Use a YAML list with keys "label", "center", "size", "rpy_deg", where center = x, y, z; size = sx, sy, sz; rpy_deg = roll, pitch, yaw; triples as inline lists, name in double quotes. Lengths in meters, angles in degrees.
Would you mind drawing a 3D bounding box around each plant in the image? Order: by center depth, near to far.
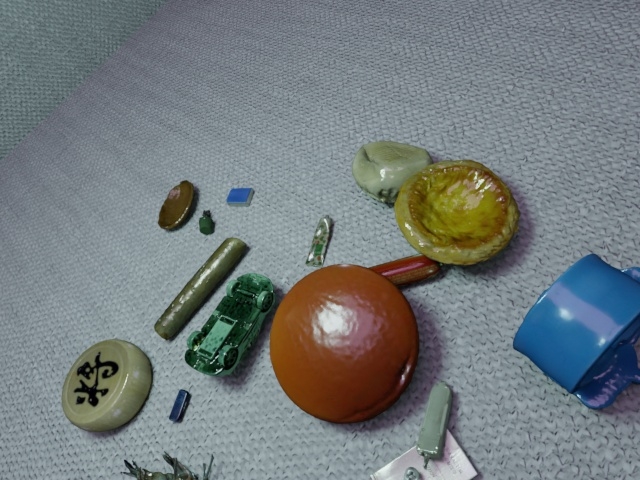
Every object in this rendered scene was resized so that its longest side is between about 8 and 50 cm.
- label: "plant"
  center: [-0.389, -0.071, 1.533]
  size: [0.051, 0.051, 0.102]
  rpy_deg: [-20, 49, 12]

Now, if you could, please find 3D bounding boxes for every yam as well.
- label: "yam"
  center: [-0.366, 0.139, 1.378]
  size: [0.083, 0.083, 0.372]
  rpy_deg: [29, 76, 35]

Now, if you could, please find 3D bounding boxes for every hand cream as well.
- label: "hand cream"
  center: [0.000, 0.000, 1.330]
  size: [0.057, 0.037, 0.165]
  rpy_deg: [6, 69, 27]

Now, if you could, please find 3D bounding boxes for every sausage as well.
- label: "sausage"
  center: [0.195, 0.085, 1.157]
  size: [0.263, 0.083, 0.083]
  rpy_deg: [-17, 55, 13]

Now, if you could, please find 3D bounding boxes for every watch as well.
- label: "watch"
  center: [0.526, 0.142, 0.850]
  size: [0.305, 0.274, 0.241]
  rpy_deg: [-47, 53, -2]

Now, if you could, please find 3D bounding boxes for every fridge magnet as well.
- label: "fridge magnet"
  center: [0.051, 0.235, 1.055]
  size: [0.363, 0.155, 0.364]
  rpy_deg: [-6, 73, 21]

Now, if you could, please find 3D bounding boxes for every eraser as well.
- label: "eraser"
  center: [-0.276, -0.149, 1.544]
  size: [0.084, 0.027, 0.063]
  rpy_deg: [2, 63, 25]

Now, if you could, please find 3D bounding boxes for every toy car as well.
- label: "toy car"
  center: [-0.230, 0.235, 1.227]
  size: [0.136, 0.125, 0.306]
  rpy_deg: [15, 56, 29]

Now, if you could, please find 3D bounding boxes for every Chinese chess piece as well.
- label: "Chinese chess piece"
  center: [-0.616, 0.416, 1.301]
  size: [0.257, 0.104, 0.257]
  rpy_deg: [-11, 56, 17]

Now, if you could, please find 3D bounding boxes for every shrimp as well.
- label: "shrimp"
  center: [-0.329, 0.588, 1.062]
  size: [0.372, 0.137, 0.172]
  rpy_deg: [29, 38, 27]

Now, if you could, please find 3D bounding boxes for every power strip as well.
- label: "power strip"
  center: [0.242, 0.386, 0.950]
  size: [0.047, 0.030, 0.191]
  rpy_deg: [-4, 43, 35]

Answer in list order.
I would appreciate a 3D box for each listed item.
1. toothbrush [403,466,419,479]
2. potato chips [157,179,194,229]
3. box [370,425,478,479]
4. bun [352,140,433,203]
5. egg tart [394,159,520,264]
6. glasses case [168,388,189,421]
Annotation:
- label: "toothbrush"
  center: [0.152, 0.638, 0.846]
  size: [0.040, 0.040, 0.387]
  rpy_deg: [1, 65, 25]
- label: "potato chips"
  center: [-0.511, -0.126, 1.621]
  size: [0.150, 0.049, 0.202]
  rpy_deg: [-16, 57, 19]
- label: "box"
  center: [0.211, 0.486, 0.932]
  size: [0.198, 0.029, 0.109]
  rpy_deg: [-33, 53, 1]
- label: "bun"
  center: [0.204, -0.192, 1.292]
  size: [0.229, 0.145, 0.229]
  rpy_deg: [0, 30, 0]
- label: "egg tart"
  center: [0.339, -0.061, 1.141]
  size: [0.318, 0.128, 0.319]
  rpy_deg: [-3, 58, 4]
- label: "glasses case"
  center: [-0.381, 0.449, 1.223]
  size: [0.033, 0.023, 0.083]
  rpy_deg: [6, 65, 21]
